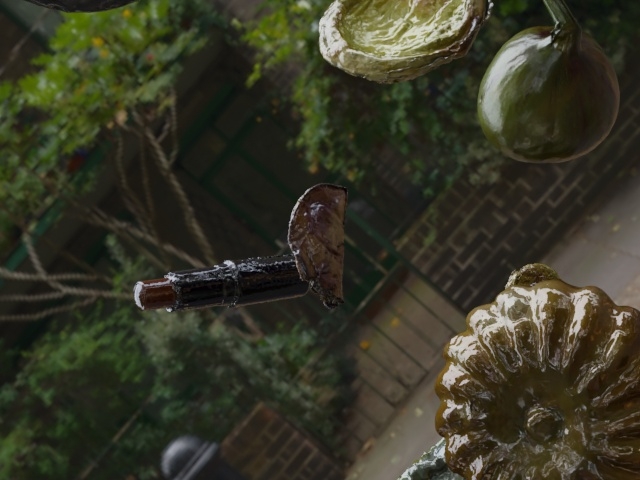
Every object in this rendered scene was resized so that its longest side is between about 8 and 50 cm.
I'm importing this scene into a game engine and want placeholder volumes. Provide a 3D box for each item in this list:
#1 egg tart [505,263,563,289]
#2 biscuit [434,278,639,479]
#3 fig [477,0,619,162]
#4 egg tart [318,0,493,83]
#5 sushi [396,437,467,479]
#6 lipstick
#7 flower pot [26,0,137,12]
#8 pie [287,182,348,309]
[{"bbox_3d":[0.421,0.110,2.047,0.129,0.128,0.049,-50,-7,-21],"label":"egg tart"},{"bbox_3d":[0.279,0.211,1.251,0.326,0.326,0.107,-48,-20,23],"label":"biscuit"},{"bbox_3d":[0.239,-0.162,1.045,0.186,0.142,0.148,124,153,-69],"label":"fig"},{"bbox_3d":[0.131,-0.327,1.599,0.279,0.278,0.095,-50,-40,-20],"label":"egg tart"},{"bbox_3d":[0.280,0.450,1.454,0.351,0.397,0.240,-39,-36,18],"label":"sushi"},{"bbox_3d":[-0.157,0.072,1.697,0.299,0.081,0.081,-5,-23,-29],"label":"lipstick"},{"bbox_3d":[-0.229,-0.349,0.872,0.379,0.379,0.251,-48,40,30],"label":"flower pot"},{"bbox_3d":[0.000,0.000,1.276,0.034,0.092,0.170,-26,57,46],"label":"pie"}]
